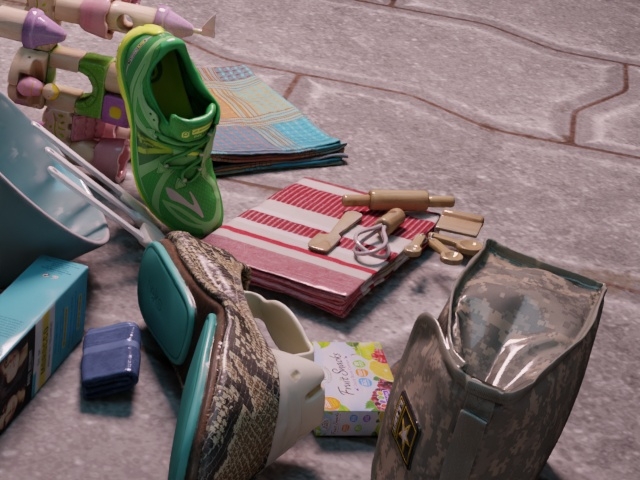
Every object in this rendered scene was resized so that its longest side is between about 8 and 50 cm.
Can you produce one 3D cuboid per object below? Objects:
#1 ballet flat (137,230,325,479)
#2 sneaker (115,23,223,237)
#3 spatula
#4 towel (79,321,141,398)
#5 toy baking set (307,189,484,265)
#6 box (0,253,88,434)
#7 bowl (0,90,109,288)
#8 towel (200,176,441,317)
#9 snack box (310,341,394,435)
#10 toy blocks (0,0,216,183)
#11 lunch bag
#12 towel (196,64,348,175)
[{"bbox_3d":[-0.087,0.128,1.504,0.182,0.164,0.483,10,22,-16],"label":"ballet flat"},{"bbox_3d":[-0.190,-0.134,1.835,0.109,0.295,0.123,-25,22,-26],"label":"sneaker"},{"bbox_3d":[-0.267,-0.056,1.793,0.242,0.019,0.168,41,11,-36],"label":"spatula"},{"bbox_3d":[-0.233,0.132,1.566,0.067,0.029,0.119,-12,26,-1],"label":"towel"},{"bbox_3d":[0.105,-0.023,1.893,0.256,0.030,0.196,2,24,-8],"label":"toy baking set"},{"bbox_3d":[-0.326,0.113,1.510,0.060,0.100,0.244,14,28,9],"label":"box"},{"bbox_3d":[-0.416,-0.060,1.677,0.311,0.163,0.311,47,7,-8],"label":"bowl"},{"bbox_3d":[0.000,0.000,1.899,0.237,0.037,0.329,18,27,22],"label":"towel"},{"bbox_3d":[0.031,0.165,1.579,0.100,0.037,0.141,0,28,-12],"label":"snack box"},{"bbox_3d":[-0.292,-0.203,1.942,0.260,0.288,0.309,15,26,6],"label":"toy blocks"},{"bbox_3d":[0.154,0.169,1.387,0.169,0.235,0.287,21,29,13],"label":"lunch bag"},{"bbox_3d":[-0.159,-0.202,2.243,0.272,0.040,0.370,-7,30,-29],"label":"towel"}]
